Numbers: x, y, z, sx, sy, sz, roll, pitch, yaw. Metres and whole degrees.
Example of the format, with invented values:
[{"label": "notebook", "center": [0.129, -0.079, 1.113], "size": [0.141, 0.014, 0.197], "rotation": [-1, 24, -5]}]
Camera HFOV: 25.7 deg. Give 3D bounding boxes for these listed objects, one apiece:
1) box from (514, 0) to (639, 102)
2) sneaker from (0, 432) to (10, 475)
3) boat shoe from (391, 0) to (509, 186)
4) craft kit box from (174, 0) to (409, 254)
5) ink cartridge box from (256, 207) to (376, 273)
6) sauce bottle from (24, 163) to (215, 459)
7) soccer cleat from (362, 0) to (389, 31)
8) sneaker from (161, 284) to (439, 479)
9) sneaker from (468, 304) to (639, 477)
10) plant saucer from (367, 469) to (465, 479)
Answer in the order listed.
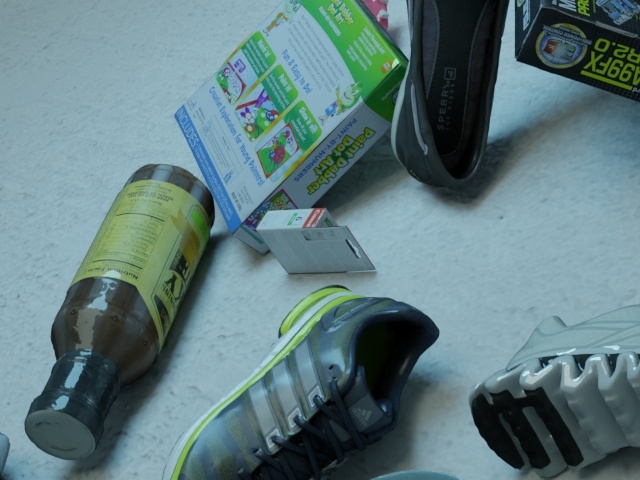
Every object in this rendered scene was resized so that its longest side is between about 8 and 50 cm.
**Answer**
[{"label": "box", "center": [0.284, -0.218, 1.263], "size": [0.270, 0.216, 0.060], "rotation": [-81, 10, -52]}, {"label": "sneaker", "center": [-0.430, 0.239, 1.351], "size": [0.281, 0.115, 0.105], "rotation": [-24, 31, 14]}, {"label": "boat shoe", "center": [0.131, -0.212, 1.309], "size": [0.112, 0.335, 0.095], "rotation": [-2, 17, -18]}, {"label": "craft kit box", "center": [-0.029, -0.148, 1.491], "size": [0.246, 0.061, 0.250], "rotation": [-47, 38, 15]}, {"label": "ink cartridge box", "center": [0.000, 0.000, 1.344], "size": [0.115, 0.063, 0.029], "rotation": [-3, 44, 41]}, {"label": "sauce bottle", "center": [-0.198, 0.067, 1.392], "size": [0.111, 0.111, 0.344], "rotation": [-14, 36, 29]}, {"label": "soccer cleat", "center": [0.034, -0.196, 1.602], "size": [0.095, 0.083, 0.248], "rotation": [-55, 21, 40]}, {"label": "sneaker", "center": [-0.015, 0.144, 1.089], "size": [0.121, 0.111, 0.300], "rotation": [-12, 36, 50]}, {"label": "sneaker", "center": [0.244, 0.090, 0.953], "size": [0.292, 0.110, 0.118], "rotation": [-4, 32, 40]}, {"label": "plant saucer", "center": [0.043, 0.245, 0.974], "size": [0.195, 0.037, 0.195], "rotation": [-24, 32, 16]}]
